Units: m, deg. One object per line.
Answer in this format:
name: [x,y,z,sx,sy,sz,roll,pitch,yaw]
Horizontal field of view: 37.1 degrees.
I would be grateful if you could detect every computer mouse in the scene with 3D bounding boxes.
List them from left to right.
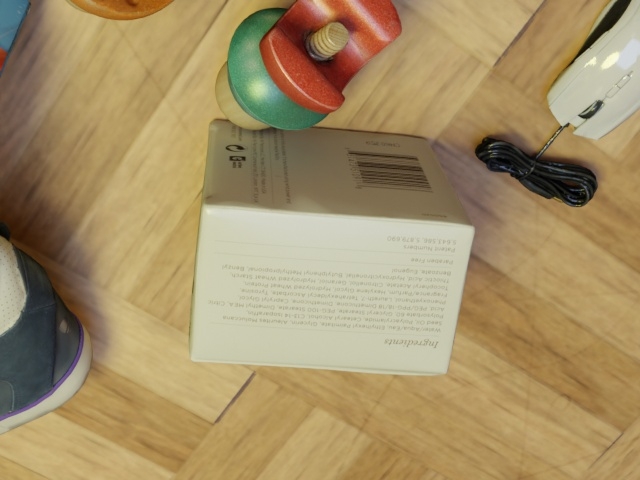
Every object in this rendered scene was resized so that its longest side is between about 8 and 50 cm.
computer mouse: [0.215,-0.115,0.741,0.106,0.042,0.193,29,110,-15]

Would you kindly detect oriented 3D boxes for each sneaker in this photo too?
sneaker: [-0.349,0.095,0.697,0.322,0.130,0.236,-28,146,0]

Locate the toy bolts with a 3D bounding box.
toy bolts: [-0.057,-0.186,0.665,0.228,0.158,0.218,50,62,-12]

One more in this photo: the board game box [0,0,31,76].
board game box: [-0.337,-0.110,0.509,0.086,0.302,0.308,-15,140,32]

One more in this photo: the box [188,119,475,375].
box: [0.000,0.000,0.701,0.181,0.181,0.119,4,114,-7]
